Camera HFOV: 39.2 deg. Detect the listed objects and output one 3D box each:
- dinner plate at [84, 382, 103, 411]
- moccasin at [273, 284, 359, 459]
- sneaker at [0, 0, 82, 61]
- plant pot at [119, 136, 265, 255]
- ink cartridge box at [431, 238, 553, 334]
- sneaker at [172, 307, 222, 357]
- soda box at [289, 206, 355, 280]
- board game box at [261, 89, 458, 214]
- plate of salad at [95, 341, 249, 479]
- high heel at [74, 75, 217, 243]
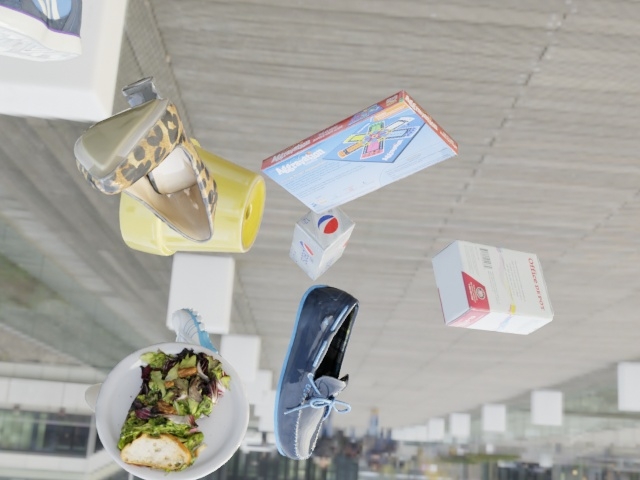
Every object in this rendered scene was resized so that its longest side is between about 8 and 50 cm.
[{"bbox_3d":[-0.422,0.336,1.880,0.141,0.017,0.141,22,-161,-8],"label":"dinner plate"},{"bbox_3d":[-0.005,0.258,1.713,0.117,0.341,0.138,11,-174,28],"label":"moccasin"},{"bbox_3d":[-0.482,-0.416,1.402,0.130,0.236,0.323,-6,-179,14],"label":"sneaker"},{"bbox_3d":[-0.249,-0.081,1.841,0.239,0.253,0.254,12,167,11],"label":"plant pot"},{"bbox_3d":[0.283,0.080,1.483,0.175,0.127,0.072,10,146,-29],"label":"ink cartridge box"},{"bbox_3d":[-0.208,0.175,1.393,0.083,0.190,0.071,-14,129,-22],"label":"sneaker"},{"bbox_3d":[0.000,0.000,2.041,0.091,0.098,0.286,46,165,8],"label":"soda box"},{"bbox_3d":[0.057,-0.131,1.413,0.281,0.027,0.145,-22,138,34],"label":"board game box"},{"bbox_3d":[-0.192,0.216,1.175,0.200,0.199,0.048,5,145,-6],"label":"plate of salad"},{"bbox_3d":[-0.147,-0.042,0.859,0.093,0.186,0.261,-19,-157,7],"label":"high heel"}]
